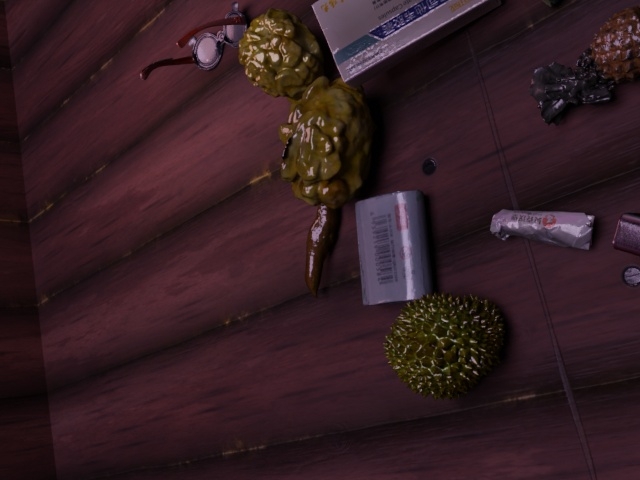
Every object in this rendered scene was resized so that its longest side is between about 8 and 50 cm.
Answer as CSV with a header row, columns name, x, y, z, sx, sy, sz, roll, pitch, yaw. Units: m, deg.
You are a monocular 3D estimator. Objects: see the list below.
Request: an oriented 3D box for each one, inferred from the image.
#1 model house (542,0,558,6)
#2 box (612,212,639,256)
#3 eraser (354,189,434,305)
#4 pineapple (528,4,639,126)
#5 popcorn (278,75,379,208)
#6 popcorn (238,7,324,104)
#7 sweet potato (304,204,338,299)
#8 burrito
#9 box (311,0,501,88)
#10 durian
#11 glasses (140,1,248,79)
name,x,y,z,sx,sy,sz,roll,pitch,yaw
model house,0.422,-0.482,1.304,0.083,0.066,0.079,-43,48,14
box,0.575,0.013,1.087,0.224,0.120,0.069,22,107,41
eraser,0.152,0.018,1.517,0.174,0.081,0.227,-12,81,47
pineapple,0.463,-0.288,1.223,0.237,0.111,0.119,-39,32,42
popcorn,0.015,-0.215,1.574,0.252,0.215,0.286,-139,63,-79
popcorn,-0.089,-0.427,1.700,0.181,0.217,0.235,-46,48,1
sweet potato,0.000,0.000,1.675,0.067,0.067,0.274,13,95,43
burrito,0.400,-0.023,1.297,0.203,0.064,0.064,7,93,42
box,0.168,-0.478,1.454,0.343,0.065,0.200,-27,75,21
durian,0.228,0.201,1.381,0.237,0.176,0.200,-44,41,45
glasses,-0.341,-0.527,1.894,0.234,0.268,0.118,-22,92,39
